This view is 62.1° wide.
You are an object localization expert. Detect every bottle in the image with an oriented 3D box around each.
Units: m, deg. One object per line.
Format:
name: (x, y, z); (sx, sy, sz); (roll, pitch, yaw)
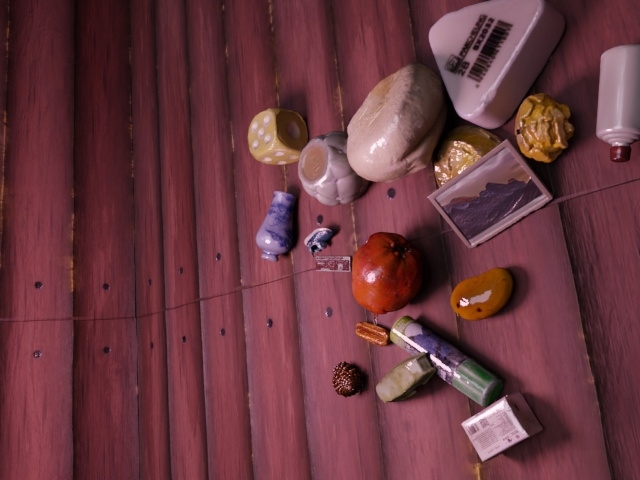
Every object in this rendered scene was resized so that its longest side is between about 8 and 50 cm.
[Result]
bottle: (0.667, -0.295, 1.172); (0.104, 0.104, 0.245); (3, 88, 47)
bottle: (0.336, 0.324, 1.454); (0.330, 0.093, 0.093); (33, 109, 43)

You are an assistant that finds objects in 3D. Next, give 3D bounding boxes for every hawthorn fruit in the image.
hawthorn fruit: (0.186, 0.125, 1.567); (0.211, 0.211, 0.299); (42, 130, 41)

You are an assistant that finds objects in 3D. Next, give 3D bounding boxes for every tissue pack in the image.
tissue pack: (0.448, 0.460, 1.315); (0.149, 0.099, 0.106); (-47, 56, 32)

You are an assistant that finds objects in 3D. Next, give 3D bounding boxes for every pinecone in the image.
pinecone: (0.084, 0.440, 1.710); (0.102, 0.102, 0.109); (-48, 43, 32)

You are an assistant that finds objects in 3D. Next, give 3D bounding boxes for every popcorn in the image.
popcorn: (0.537, -0.270, 1.287); (0.148, 0.152, 0.167); (-107, 9, -71)

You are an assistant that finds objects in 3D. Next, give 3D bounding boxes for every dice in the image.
dice: (-0.160, -0.389, 2.007); (0.169, 0.166, 0.169); (-14, 75, 44)

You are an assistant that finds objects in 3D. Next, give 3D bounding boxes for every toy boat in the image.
toy boat: (0.226, 0.407, 1.519); (0.093, 0.055, 0.293); (59, 145, 21)

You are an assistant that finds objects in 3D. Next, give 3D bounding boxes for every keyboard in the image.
keyboard: (0.042, 0.079, 1.847); (0.165, 0.017, 0.055); (-2, 84, 46)

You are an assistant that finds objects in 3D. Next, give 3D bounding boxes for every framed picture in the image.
framed picture: (0.437, -0.114, 1.386); (0.192, 0.018, 0.265); (50, 127, -1)

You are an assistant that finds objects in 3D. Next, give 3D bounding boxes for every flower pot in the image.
flower pot: (0.046, -0.236, 1.752); (0.246, 0.195, 0.246); (-8, 79, 46)

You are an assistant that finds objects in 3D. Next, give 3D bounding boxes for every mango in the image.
mango: (0.424, 0.145, 1.391); (0.178, 0.090, 0.115); (-28, 58, 32)

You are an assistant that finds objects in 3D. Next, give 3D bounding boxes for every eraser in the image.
eraser: (0.442, -0.454, 1.396); (0.331, 0.149, 0.332); (-4, 84, 47)

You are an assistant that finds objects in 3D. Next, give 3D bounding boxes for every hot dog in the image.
hot dog: (0.164, 0.294, 1.679); (0.144, 0.038, 0.062); (12, 97, 49)

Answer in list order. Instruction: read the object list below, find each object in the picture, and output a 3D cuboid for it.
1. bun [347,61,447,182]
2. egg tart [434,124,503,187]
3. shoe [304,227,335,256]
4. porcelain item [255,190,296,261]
bun: (0.233, -0.321, 1.524); (0.365, 0.219, 0.365); (-50, 22, 29)
egg tart: (0.398, -0.206, 1.457); (0.232, 0.098, 0.252); (-35, 65, 42)
shoe: (0.000, 0.000, 1.868); (0.143, 0.063, 0.071); (-37, 59, 41)
porcelain item: (-0.163, -0.052, 2.001); (0.141, 0.141, 0.259); (6, 82, 47)
